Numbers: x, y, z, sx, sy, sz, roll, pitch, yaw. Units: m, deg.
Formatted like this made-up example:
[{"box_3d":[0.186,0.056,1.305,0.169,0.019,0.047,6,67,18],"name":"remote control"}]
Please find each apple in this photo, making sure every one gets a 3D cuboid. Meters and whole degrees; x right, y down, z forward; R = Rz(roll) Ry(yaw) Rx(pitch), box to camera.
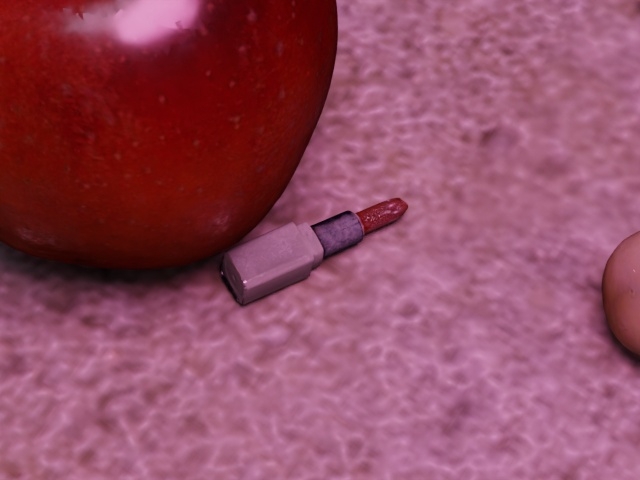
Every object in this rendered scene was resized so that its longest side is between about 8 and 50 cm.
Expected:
[{"box_3d":[-0.099,-0.096,0.789,0.218,0.201,0.218,1,62,-2],"name":"apple"}]

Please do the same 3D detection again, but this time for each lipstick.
[{"box_3d":[0.000,0.000,0.849,0.107,0.025,0.025,-24,69,-19],"name":"lipstick"}]

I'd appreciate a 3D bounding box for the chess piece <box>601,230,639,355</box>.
[{"box_3d":[0.230,0.026,0.819,0.170,0.094,0.094,-5,65,-1],"name":"chess piece"}]
